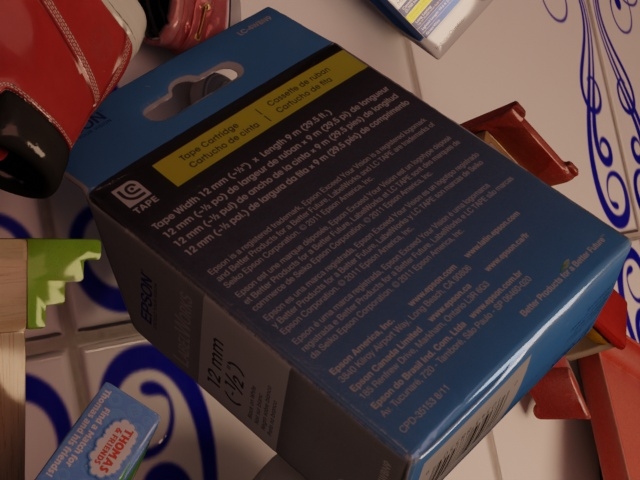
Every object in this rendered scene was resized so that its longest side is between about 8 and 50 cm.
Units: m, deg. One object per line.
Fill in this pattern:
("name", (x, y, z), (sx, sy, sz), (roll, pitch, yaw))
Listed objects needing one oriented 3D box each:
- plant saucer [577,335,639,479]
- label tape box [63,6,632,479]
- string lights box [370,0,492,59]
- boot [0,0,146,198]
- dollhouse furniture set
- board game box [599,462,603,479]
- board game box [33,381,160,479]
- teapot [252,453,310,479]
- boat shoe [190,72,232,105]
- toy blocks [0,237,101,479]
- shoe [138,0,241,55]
("plant saucer", (0.396, 0.246, 1.285), (0.259, 0.048, 0.258), (30, 43, -39))
("label tape box", (0.000, 0.000, 0.759), (0.249, 0.348, 0.115), (-37, 151, -33))
("string lights box", (0.066, -0.306, 1.021), (0.260, 0.133, 0.077), (36, 10, -39))
("boot", (-0.216, -0.142, 0.617), (0.244, 0.088, 0.176), (49, 47, -35))
("dollhouse furniture set", (0.221, 0.057, 1.078), (0.374, 0.152, 0.201), (37, 52, -36))
("board game box", (0.381, 0.388, 1.279), (0.136, 0.030, 0.259), (24, 61, -47))
("board game box", (-0.157, 0.190, 0.557), (0.039, 0.211, 0.160), (31, 48, 1))
("teapot", (0.015, 0.274, 0.751), (0.256, 0.187, 0.252), (40, 11, 17))
("boat shoe", (-0.037, -0.062, 0.881), (0.184, 0.063, 0.066), (61, 41, -18))
("toy blocks", (-0.278, 0.128, 0.470), (0.381, 0.191, 0.260), (-1, 91, -51))
("shoe", (-0.108, -0.230, 0.847), (0.081, 0.063, 0.178), (7, 78, -55))
